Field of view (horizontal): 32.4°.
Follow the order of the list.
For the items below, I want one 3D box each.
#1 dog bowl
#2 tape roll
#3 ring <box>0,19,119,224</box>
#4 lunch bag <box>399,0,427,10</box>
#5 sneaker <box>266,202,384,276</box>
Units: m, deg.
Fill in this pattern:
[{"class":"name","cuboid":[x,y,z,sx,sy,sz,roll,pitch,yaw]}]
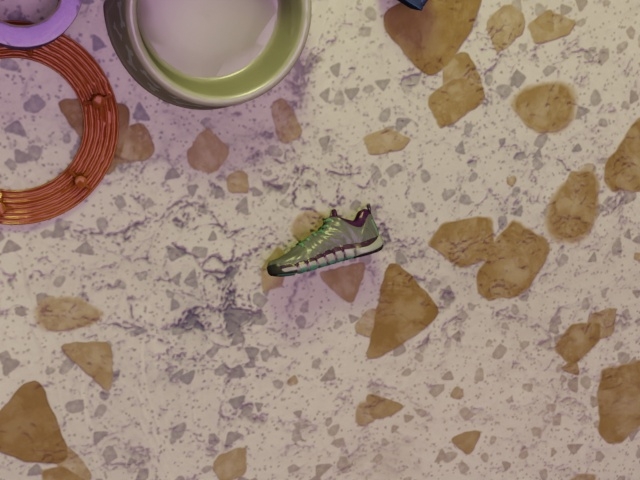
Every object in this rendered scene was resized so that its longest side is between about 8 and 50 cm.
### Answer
[{"class":"dog bowl","cuboid":[-0.172,-0.377,1.796,0.348,0.102,0.349,-6,109,-19]},{"class":"tape roll","cuboid":[-0.460,-0.388,1.683,0.189,0.080,0.189,-2,97,-17]},{"class":"ring","cuboid":[-0.492,-0.184,1.779,0.336,0.032,0.337,-5,108,-17]},{"class":"lunch bag","cuboid":[0.147,-0.449,1.906,0.098,0.067,0.065,26,96,-23]},{"class":"sneaker","cuboid":[0.000,0.000,2.002,0.223,0.083,0.098,-15,88,-18]}]
